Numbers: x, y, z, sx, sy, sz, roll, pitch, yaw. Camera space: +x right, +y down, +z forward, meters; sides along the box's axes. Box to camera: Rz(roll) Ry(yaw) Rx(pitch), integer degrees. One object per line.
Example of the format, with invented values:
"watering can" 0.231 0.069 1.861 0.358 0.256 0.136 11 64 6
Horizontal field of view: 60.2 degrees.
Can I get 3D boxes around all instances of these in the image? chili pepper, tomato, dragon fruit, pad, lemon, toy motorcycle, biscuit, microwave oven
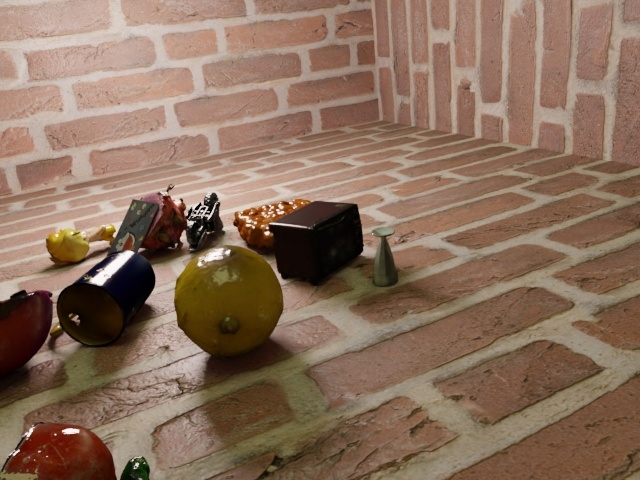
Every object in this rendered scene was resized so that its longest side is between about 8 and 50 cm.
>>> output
"chili pepper" -0.273 0.407 0.881 0.182 0.050 0.073 14 29 42
"tomato" -0.793 0.240 1.312 0.335 0.176 0.290 -21 5 -32
"dragon fruit" -0.568 -0.064 1.971 0.282 0.147 0.211 -49 49 3
"tomato" -0.395 0.387 0.846 0.155 0.180 0.214 7 22 -5
"pad" -0.657 -0.027 1.918 0.170 0.245 0.006 11 -15 39
"lemon" -0.213 0.136 1.285 0.261 0.260 0.284 -19 15 -29
"toy motorcycle" -0.421 -0.056 2.007 0.106 0.159 0.270 4 39 11
"biscuit" -0.129 -0.059 1.943 0.312 0.110 0.318 -12 22 -20
"microwave oven" -0.001 -0.002 1.660 0.188 0.177 0.247 9 27 36

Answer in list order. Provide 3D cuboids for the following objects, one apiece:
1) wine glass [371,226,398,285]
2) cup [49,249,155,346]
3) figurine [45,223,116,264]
"wine glass" 0.178 0.045 1.522 0.073 0.155 0.073 -2 23 1
"cup" -0.599 0.145 1.478 0.255 0.178 0.256 -4 19 4
"figurine" -0.860 0.004 1.989 0.246 0.131 0.156 -25 -6 -36
